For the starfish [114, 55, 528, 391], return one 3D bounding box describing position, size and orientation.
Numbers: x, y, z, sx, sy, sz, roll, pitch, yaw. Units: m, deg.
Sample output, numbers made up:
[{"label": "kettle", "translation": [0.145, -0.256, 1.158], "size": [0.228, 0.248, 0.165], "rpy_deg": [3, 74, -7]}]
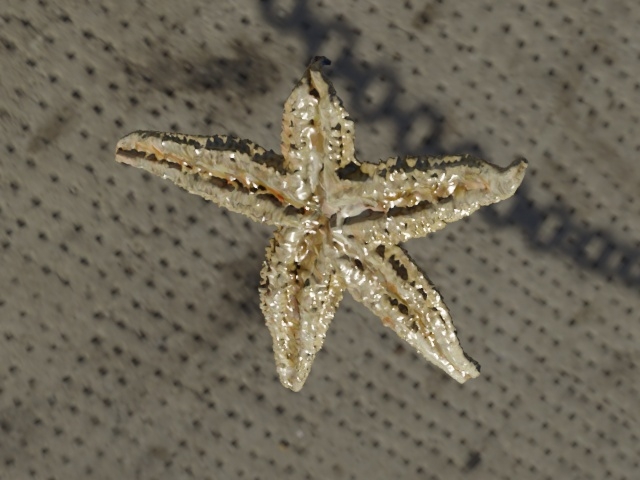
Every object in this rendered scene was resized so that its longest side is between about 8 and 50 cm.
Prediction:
[{"label": "starfish", "translation": [-0.003, 0.004, 0.924], "size": [0.048, 0.295, 0.231], "rpy_deg": [-46, 133, -46]}]
